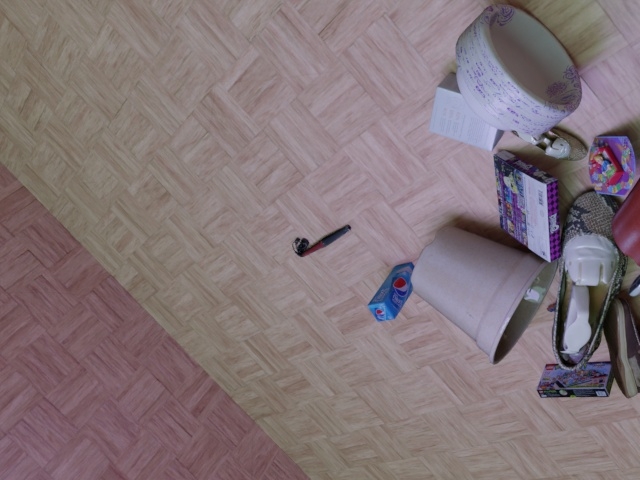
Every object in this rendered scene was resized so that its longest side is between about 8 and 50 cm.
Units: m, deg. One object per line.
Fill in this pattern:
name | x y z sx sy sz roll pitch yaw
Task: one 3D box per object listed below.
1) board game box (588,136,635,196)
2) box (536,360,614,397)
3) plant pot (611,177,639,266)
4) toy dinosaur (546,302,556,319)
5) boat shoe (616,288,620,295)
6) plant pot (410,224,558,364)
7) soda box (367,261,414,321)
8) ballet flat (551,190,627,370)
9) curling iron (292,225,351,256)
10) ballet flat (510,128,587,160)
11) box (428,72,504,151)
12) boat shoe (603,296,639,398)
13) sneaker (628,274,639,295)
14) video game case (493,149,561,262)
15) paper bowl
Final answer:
board game box | 0.648 -0.169 1.493 0.169 0.033 0.133 -141 47 -76
box | 0.759 0.414 1.947 0.207 0.114 0.036 -14 116 42
plant pot | 0.788 -0.074 1.411 0.272 0.272 0.265 30 146 11
toy dinosaur | 0.686 0.184 1.873 0.082 0.047 0.090 -1 92 47
boat shoe | 0.731 0.131 1.773 0.152 0.056 0.049 5 141 34
plant pot | 0.432 0.118 1.808 0.305 0.334 0.334 32 139 26
soda box | 0.231 0.158 2.036 0.071 0.210 0.067 -17 114 43
ballet flat | 0.669 0.126 1.648 0.164 0.182 0.482 10 119 23
curling iron | 0.000 0.000 2.200 0.274 0.035 0.068 -20 112 45
ballet flat | 0.538 -0.240 1.575 0.206 0.067 0.073 30 139 11
box | 0.370 -0.317 1.613 0.170 0.091 0.130 23 135 19
boat shoe | 0.855 0.283 1.780 0.123 0.123 0.342 -18 117 10
sneaker | 0.847 0.105 1.660 0.061 0.053 0.152 35 138 2
video game case | 0.520 -0.088 1.653 0.210 0.042 0.232 49 159 56
paper bowl | 0.408 -0.352 1.409 0.284 0.284 0.148 45 138 -5
